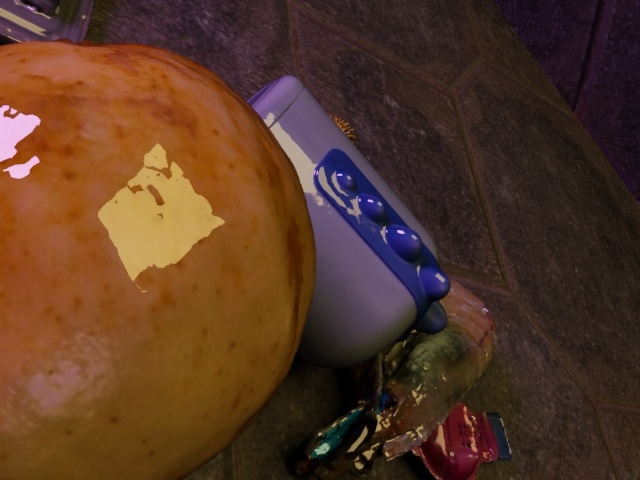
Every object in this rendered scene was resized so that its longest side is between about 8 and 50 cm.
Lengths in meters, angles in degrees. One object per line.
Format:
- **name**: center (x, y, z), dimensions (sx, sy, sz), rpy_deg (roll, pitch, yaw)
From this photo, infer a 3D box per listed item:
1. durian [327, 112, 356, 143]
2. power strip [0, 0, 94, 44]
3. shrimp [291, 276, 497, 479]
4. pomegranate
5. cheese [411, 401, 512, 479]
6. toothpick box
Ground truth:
- **durian**: center (-0.011, -0.118, 1.021), dimensions (0.158, 0.137, 0.168), rpy_deg (42, 27, 13)
- **power strip**: center (-0.375, -0.360, 0.825), dimensions (0.251, 0.092, 0.257), rpy_deg (28, 51, -37)
- **shrimp**: center (0.104, 0.162, 0.959), dimensions (0.221, 0.110, 0.445), rpy_deg (33, 38, 14)
- **pomegranate**: center (-0.181, 0.053, 0.554), dimensions (0.410, 0.410, 0.410), rpy_deg (26, 48, -33)
- **cheese**: center (0.205, 0.288, 1.028), dimensions (0.244, 0.062, 0.155), rpy_deg (14, 55, -42)
- **toothpick box**: center (0.000, 0.000, 0.848), dimensions (0.355, 0.263, 0.263), rpy_deg (47, 40, -15)
